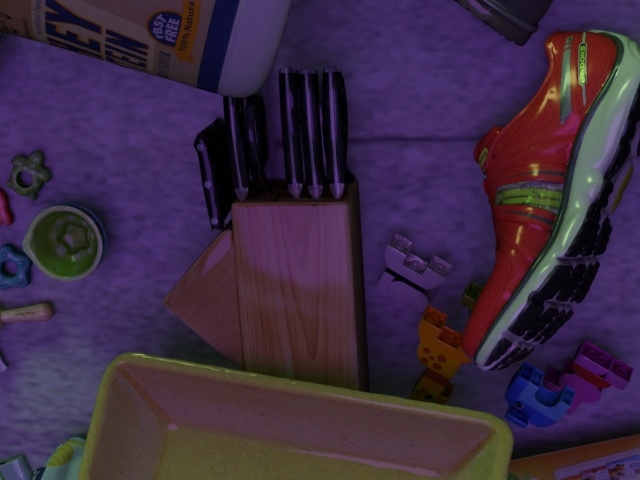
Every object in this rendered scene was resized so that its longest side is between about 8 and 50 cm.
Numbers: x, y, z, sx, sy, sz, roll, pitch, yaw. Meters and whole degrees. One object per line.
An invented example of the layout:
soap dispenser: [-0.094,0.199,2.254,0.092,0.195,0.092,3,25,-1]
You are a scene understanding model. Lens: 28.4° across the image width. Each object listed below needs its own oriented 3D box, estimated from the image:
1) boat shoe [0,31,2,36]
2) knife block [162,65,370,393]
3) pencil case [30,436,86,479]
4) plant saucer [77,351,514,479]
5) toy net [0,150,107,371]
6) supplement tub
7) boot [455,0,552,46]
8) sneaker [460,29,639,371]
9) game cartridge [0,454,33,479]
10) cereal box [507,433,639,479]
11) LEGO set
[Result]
boat shoe: [-0.363,-0.088,1.078,0.319,0.116,0.099,-48,138,10]
knife block: [0.000,0.000,1.037,0.276,0.088,0.242,42,108,-5]
pencil case: [-0.116,0.249,1.111,0.273,0.124,0.113,7,136,7]
plant saucer: [-0.037,0.278,0.982,0.333,0.081,0.332,8,75,12]
toy net: [-0.288,0.037,1.111,0.122,0.045,0.232,41,107,-5]
supplement tub: [-0.164,-0.247,0.900,0.316,0.228,0.228,16,107,-5]
boot: [0.154,-0.274,0.946,0.190,0.076,0.208,30,115,-16]
sneaker: [0.167,-0.033,0.987,0.118,0.107,0.279,23,88,27]
game cartridge: [-0.305,0.238,1.185,0.083,0.017,0.056,-20,105,13]
cereal box: [0.234,0.292,1.054,0.173,0.047,0.240,-13,75,11]
LEGO set: [0.129,0.102,1.048,0.227,0.087,0.093,31,134,2]
